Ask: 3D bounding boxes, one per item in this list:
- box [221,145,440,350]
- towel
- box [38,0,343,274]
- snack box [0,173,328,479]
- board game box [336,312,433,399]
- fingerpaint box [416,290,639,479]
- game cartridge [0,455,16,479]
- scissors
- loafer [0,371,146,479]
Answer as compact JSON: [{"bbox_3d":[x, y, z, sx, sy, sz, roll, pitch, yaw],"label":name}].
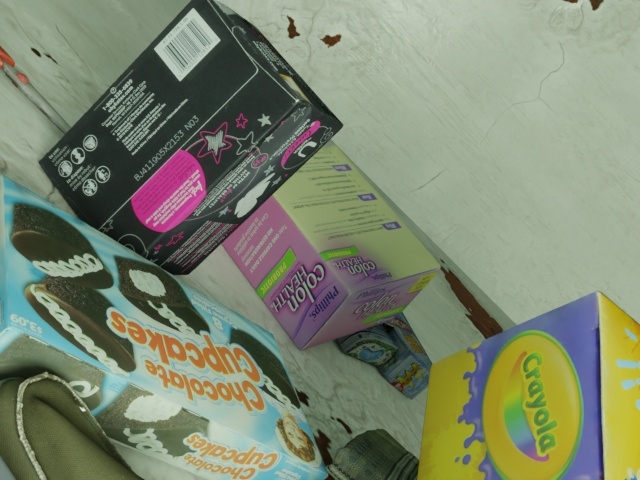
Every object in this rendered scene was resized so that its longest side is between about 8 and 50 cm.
[{"bbox_3d":[0.000,0.000,1.155,0.213,0.117,0.243,-11,56,-52],"label":"box"},{"bbox_3d":[0.142,0.304,0.831,0.312,0.056,0.324,39,-1,14],"label":"towel"},{"bbox_3d":[-0.131,-0.101,0.893,0.163,0.247,0.142,50,12,15],"label":"box"},{"bbox_3d":[-0.140,0.092,0.715,0.322,0.060,0.187,36,18,-38],"label":"snack box"},{"bbox_3d":[0.083,0.134,1.272,0.194,0.060,0.194,29,21,-51],"label":"board game box"},{"bbox_3d":[0.222,0.319,0.528,0.371,0.163,0.445,35,45,-23],"label":"fingerpaint box"},{"bbox_3d":[-0.187,0.136,0.310,0.196,0.060,0.294,60,3,1],"label":"game cartridge"},{"bbox_3d":[-0.350,-0.197,0.987,0.297,0.021,0.109,42,12,-14],"label":"scissors"},{"bbox_3d":[-0.111,0.172,0.512,0.251,0.087,0.094,51,14,17],"label":"loafer"}]
